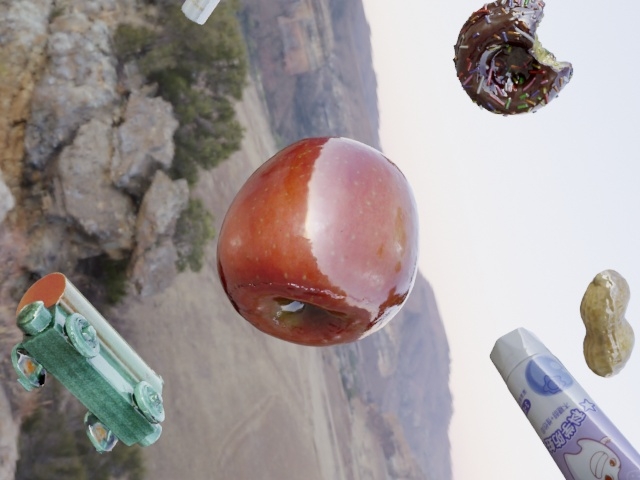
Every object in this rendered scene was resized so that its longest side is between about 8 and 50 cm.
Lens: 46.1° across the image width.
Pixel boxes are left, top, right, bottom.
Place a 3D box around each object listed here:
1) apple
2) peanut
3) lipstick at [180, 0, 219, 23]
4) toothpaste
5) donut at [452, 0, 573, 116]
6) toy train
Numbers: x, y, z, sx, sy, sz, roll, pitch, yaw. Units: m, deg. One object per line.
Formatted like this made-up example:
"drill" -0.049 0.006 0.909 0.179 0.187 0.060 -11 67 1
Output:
"apple" 0.000 0.000 0.652 0.181 0.180 0.169 71 26 -62
"peanut" 0.488 0.141 1.275 0.089 0.089 0.193 -93 174 -71
"lipstick" -0.189 -0.555 1.520 0.059 0.264 0.059 32 31 -21
"toothpaste" 0.341 0.263 0.955 0.125 0.080 0.371 -61 -142 28
"donut" 0.354 -0.335 1.414 0.230 0.216 0.096 64 30 -32
"toy train" -0.323 0.172 1.069 0.285 0.116 0.177 56 5 -34
